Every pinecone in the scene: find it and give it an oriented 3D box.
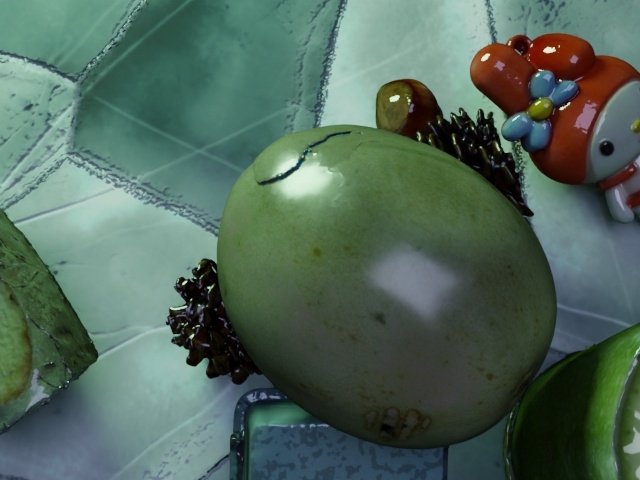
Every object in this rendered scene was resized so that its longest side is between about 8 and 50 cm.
[{"bbox_3d":[0.133,-0.051,1.006,0.165,0.163,0.163,-21,76,15],"label":"pinecone"},{"bbox_3d":[-0.098,0.079,0.973,0.120,0.140,0.140,2,72,32],"label":"pinecone"}]

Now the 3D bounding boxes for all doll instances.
[{"bbox_3d":[0.299,-0.135,1.047,0.290,0.130,0.161,39,80,-8],"label":"doll"}]

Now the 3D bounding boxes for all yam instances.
[{"bbox_3d":[-0.333,0.076,0.945,0.154,0.154,0.254,-33,75,-11],"label":"yam"}]

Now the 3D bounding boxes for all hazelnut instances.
[{"bbox_3d":[0.104,-0.146,1.070,0.086,0.086,0.086,1,75,-3],"label":"hazelnut"}]

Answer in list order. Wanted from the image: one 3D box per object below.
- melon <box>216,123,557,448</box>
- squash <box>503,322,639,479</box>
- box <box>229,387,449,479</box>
[{"bbox_3d":[0.047,0.037,0.840,0.330,0.268,0.268,33,75,26],"label":"melon"},{"bbox_3d":[0.327,0.198,0.833,0.262,0.384,0.263,0,77,-1],"label":"squash"},{"bbox_3d":[0.021,0.234,0.933,0.226,0.130,0.162,1,90,-3],"label":"box"}]
